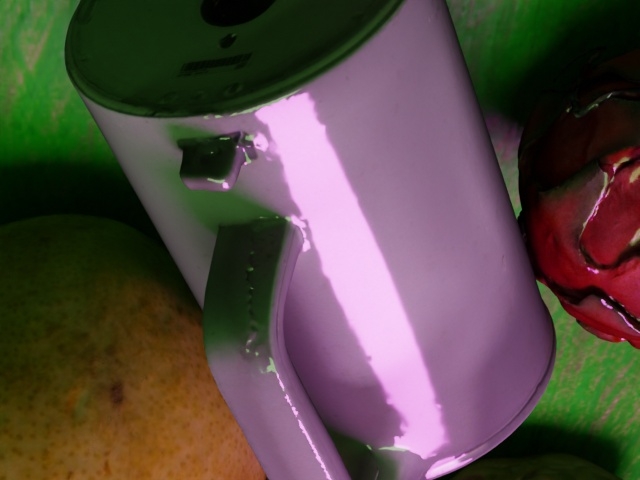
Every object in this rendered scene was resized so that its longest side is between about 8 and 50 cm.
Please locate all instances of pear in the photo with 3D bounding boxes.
[{"bbox_3d":[-0.185,0.144,1.235,0.304,0.304,0.304,-5,139,-4],"label":"pear"}]

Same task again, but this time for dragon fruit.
[{"bbox_3d":[0.218,-0.034,1.177,0.193,0.192,0.274,1,152,-3],"label":"dragon fruit"}]

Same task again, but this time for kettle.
[{"bbox_3d":[0.013,-0.009,1.087,0.205,0.265,0.318,-26,130,-4],"label":"kettle"}]

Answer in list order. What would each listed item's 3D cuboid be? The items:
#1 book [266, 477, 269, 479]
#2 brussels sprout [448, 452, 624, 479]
[{"bbox_3d":[-0.103,0.219,1.354,0.215,0.282,0.025,-19,124,14],"label":"book"},{"bbox_3d":[0.170,0.261,1.550,0.223,0.161,0.223,13,150,7],"label":"brussels sprout"}]
